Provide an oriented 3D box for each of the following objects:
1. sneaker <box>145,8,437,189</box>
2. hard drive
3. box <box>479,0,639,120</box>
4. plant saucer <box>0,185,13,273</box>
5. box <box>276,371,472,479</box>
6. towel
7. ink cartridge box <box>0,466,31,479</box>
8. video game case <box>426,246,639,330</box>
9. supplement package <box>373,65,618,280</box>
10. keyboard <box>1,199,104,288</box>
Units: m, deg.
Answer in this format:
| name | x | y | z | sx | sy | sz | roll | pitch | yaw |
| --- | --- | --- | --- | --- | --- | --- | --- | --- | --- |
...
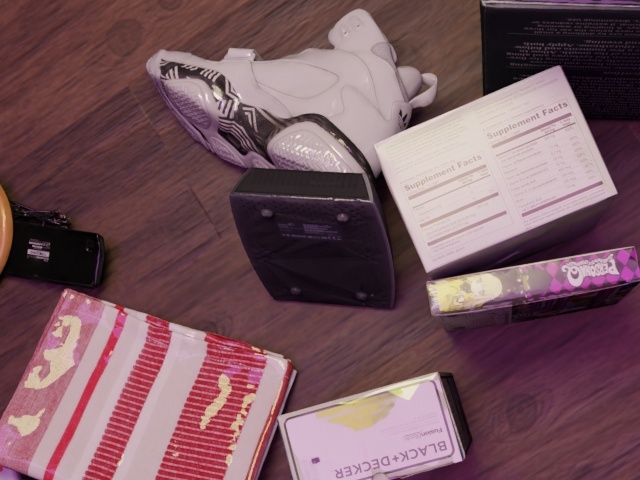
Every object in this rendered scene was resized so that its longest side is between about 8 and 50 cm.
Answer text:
| name | x | y | z | sx | sy | sz | roll | pitch | yaw |
| --- | --- | --- | --- | --- | --- | --- | --- | --- | --- |
| sneaker | -0.036 | -0.188 | 1.214 | 0.365 | 0.137 | 0.210 | 31 | 70 | 30 |
| hard drive | 0.000 | 0.000 | 1.126 | 0.172 | 0.255 | 0.054 | 4 | 62 | 12 |
| box | 0.283 | -0.314 | 1.032 | 0.211 | 0.395 | 0.294 | 4 | 84 | 10 |
| plant saucer | -0.504 | -0.011 | 1.309 | 0.199 | 0.037 | 0.200 | -2 | 84 | 18 |
| box | 0.071 | 0.204 | 1.058 | 0.169 | 0.290 | 0.087 | -17 | 80 | 9 |
| towel | -0.219 | 0.208 | 1.205 | 0.329 | 0.037 | 0.237 | 15 | 68 | 12 |
| ink cartridge box | -0.448 | 0.355 | 1.251 | 0.179 | 0.045 | 0.145 | -25 | 71 | 6 |
| video game case | 0.229 | 0.059 | 1.078 | 0.210 | 0.232 | 0.042 | -10 | 79 | 10 |
| supplement package | 0.190 | -0.055 | 1.083 | 0.204 | 0.262 | 0.145 | -23 | 79 | 7 |
| keyboard | -0.361 | 0.004 | 1.299 | 0.192 | 0.038 | 0.100 | 8 | 91 | 20 |
